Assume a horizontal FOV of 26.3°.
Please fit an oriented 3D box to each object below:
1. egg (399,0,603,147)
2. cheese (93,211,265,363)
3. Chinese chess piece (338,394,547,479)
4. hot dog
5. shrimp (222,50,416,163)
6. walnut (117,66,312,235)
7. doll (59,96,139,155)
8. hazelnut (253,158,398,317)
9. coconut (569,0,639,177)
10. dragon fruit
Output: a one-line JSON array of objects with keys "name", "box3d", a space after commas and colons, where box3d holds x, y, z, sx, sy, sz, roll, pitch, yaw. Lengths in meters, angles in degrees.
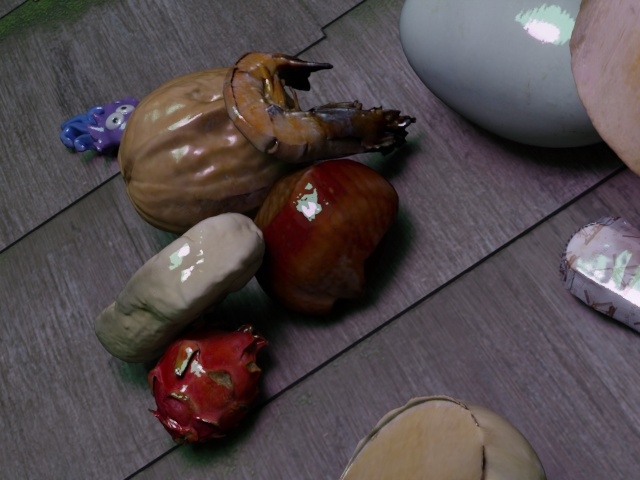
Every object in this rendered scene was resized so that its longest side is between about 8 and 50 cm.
[{"name": "egg", "box3d": [0.249, -0.238, 1.663, 0.371, 0.230, 0.230, 26, 71, 43]}, {"name": "cheese", "box3d": [-0.165, 0.058, 1.660, 0.159, 0.093, 0.263, -37, -4, -37]}, {"name": "Chinese chess piece", "box3d": [0.110, 0.282, 1.366, 0.257, 0.104, 0.257, -40, 31, 31]}, {"name": "hot dog", "box3d": [0.349, 0.044, 1.511, 0.191, 0.059, 0.108, 34, 84, 36]}, {"name": "shrimp", "box3d": [-0.013, -0.169, 1.723, 0.178, 0.289, 0.075, 60, 138, 24]}, {"name": "walnut", "box3d": [-0.135, -0.117, 1.792, 0.261, 0.225, 0.225, -23, 46, -12]}, {"name": "doll", "box3d": [-0.324, -0.168, 2.036, 0.206, 0.067, 0.110, 1, 47, 41]}, {"name": "hazelnut", "box3d": [-0.003, -0.005, 1.690, 0.202, 0.160, 0.170, -58, 23, 31]}, {"name": "coconut", "box3d": [0.455, -0.196, 1.389, 0.415, 0.415, 0.344, 15, 50, 36]}, {"name": "dragon fruit", "box3d": [-0.135, 0.162, 1.633, 0.166, 0.133, 0.136, -47, 41, -8]}]
